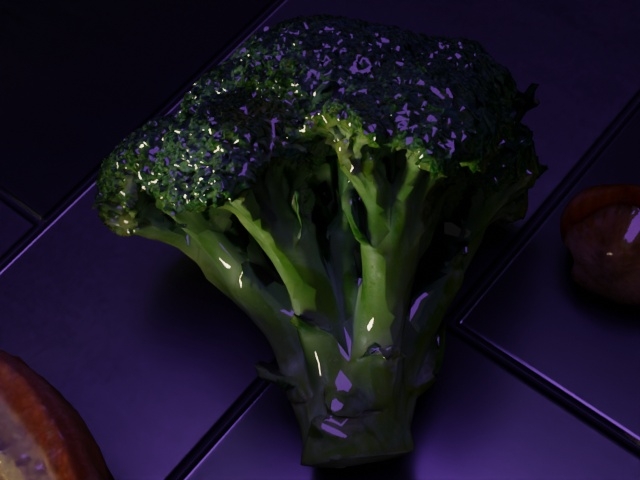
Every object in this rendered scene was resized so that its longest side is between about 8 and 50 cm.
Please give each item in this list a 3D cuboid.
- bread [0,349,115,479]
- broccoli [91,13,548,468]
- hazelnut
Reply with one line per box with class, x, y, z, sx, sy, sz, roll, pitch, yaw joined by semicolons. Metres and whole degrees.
bread;-0.195;0.175;0.676;0.190;0.123;0.244;-39;63;-18
broccoli;0.000;0.000;0.723;0.269;0.254;0.269;-1;87;27
hazelnut;0.192;-0.001;0.769;0.086;0.086;0.086;-3;58;5
